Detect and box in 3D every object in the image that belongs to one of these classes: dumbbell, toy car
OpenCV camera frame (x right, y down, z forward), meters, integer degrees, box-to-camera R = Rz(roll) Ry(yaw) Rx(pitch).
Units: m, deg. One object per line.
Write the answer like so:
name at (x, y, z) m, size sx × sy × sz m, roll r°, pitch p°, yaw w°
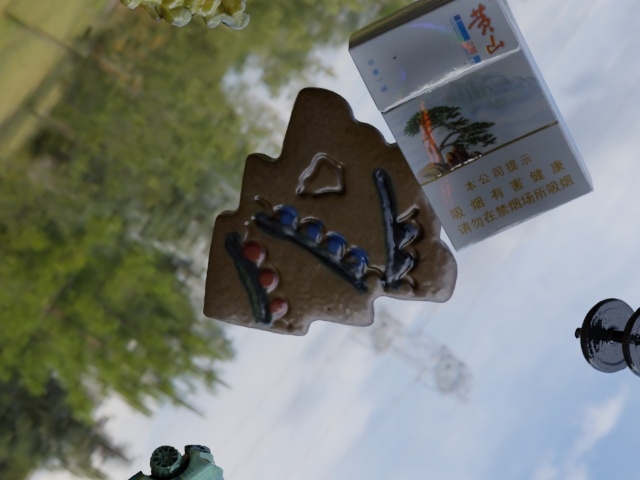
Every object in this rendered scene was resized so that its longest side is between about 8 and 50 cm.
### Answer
dumbbell at (0.274, 0.086, 1.365) m, size 0.147 × 0.069 × 0.069 m, roll 4°, pitch -120°, yaw 59°
toy car at (-0.140, 0.217, 1.083) m, size 0.186 × 0.058 × 0.093 m, roll -33°, pitch 147°, yaw -26°

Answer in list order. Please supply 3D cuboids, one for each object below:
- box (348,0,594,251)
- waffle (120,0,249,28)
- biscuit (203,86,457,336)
box at (0.144, -0.123, 1.474) m, size 0.149 × 0.233 × 0.067 m, roll -26°, pitch -161°, yaw 12°
waffle at (-0.202, -0.344, 1.690) m, size 0.062 × 0.329 × 0.329 m, roll -54°, pitch -172°, yaw 31°
biscuit at (0.000, 0.000, 1.675) m, size 0.301 × 0.278 × 0.043 m, roll -39°, pitch -171°, yaw 7°
